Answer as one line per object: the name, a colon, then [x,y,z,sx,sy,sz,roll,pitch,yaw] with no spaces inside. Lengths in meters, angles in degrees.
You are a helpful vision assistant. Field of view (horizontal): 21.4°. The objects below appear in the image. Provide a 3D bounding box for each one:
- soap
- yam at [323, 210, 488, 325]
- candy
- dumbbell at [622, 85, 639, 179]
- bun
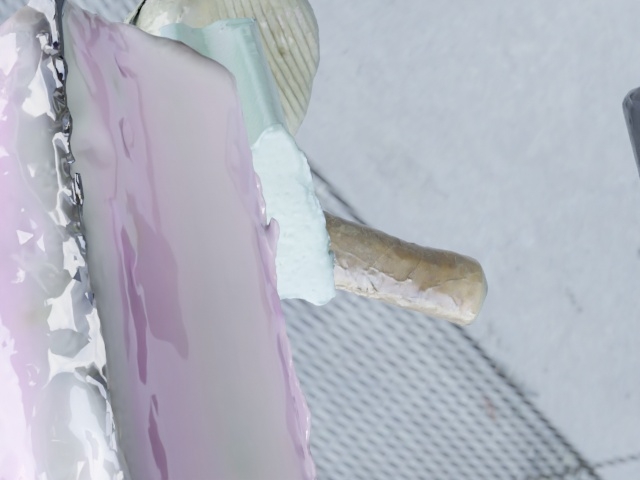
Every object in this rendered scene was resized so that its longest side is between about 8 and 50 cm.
soap: [-0.044,-0.050,0.970,0.063,0.198,0.114,-16,119,-2]
yam: [0.000,0.000,1.636,0.357,0.081,0.081,18,118,-15]
candy: [-0.086,0.049,0.636,0.116,0.155,0.265,-17,76,22]
dumbbell: [0.245,-0.193,0.960,0.204,0.204,0.322,-14,91,22]
bun: [-0.115,-0.182,1.773,0.141,0.239,0.239,7,117,45]
